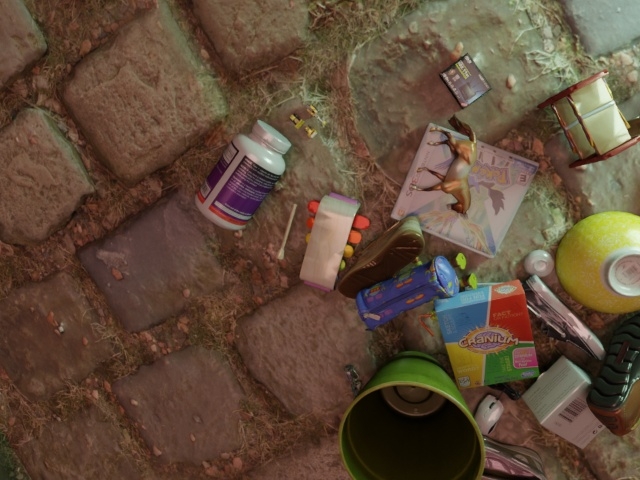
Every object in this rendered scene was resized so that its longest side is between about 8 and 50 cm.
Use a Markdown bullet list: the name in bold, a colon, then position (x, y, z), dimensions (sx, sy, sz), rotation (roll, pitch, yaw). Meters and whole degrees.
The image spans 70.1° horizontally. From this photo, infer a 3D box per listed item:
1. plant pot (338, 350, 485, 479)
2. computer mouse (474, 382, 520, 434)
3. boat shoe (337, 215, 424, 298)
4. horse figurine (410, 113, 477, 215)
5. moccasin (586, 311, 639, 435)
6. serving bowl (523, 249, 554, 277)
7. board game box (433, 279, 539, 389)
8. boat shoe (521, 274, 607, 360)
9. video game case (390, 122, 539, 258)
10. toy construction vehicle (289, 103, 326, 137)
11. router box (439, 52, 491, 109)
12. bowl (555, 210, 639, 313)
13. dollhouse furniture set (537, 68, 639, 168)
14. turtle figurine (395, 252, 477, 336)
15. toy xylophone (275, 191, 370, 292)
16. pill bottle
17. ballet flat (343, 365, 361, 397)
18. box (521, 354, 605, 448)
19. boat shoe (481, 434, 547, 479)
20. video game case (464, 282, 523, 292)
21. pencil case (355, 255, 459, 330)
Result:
- **plant pot**: position (0.263, 0.495, 1.318), dimensions (0.365, 0.353, 0.367), rotation (3, 101, 13)
- **computer mouse**: position (0.526, 0.519, 1.403), dimensions (0.106, 0.042, 0.193), rotation (33, 110, 40)
- **boat shoe**: position (0.183, 0.060, 1.389), dimensions (0.121, 0.110, 0.341), rotation (34, 126, -20)
- **horse figurine**: position (0.368, -0.214, 1.280), dimensions (0.174, 0.066, 0.264), rotation (21, 106, 16)
- **moccasin**: position (0.841, 0.336, 1.196), dimensions (0.147, 0.380, 0.139), rotation (51, 152, -18)
- **serving bowl**: position (0.635, 0.070, 1.321), dimensions (0.083, 0.027, 0.084), rotation (2, 100, 14)
- **board game box**: position (0.481, 0.281, 1.321), dimensions (0.242, 0.064, 0.317), rotation (-15, 117, 15)
- **boat shoe**: position (0.680, 0.237, 1.301), dimensions (0.301, 0.108, 0.102), rotation (44, 113, 0)
- **video game case**: position (0.411, -0.143, 1.333), dimensions (0.328, 0.036, 0.300), rotation (23, 104, 8)
- **toy construction vehicle**: position (-0.040, -0.370, 1.402), dimensions (0.086, 0.035, 0.098), rotation (-42, 89, 17)
- **router box**: position (0.406, -0.445, 1.279), dimensions (0.092, 0.038, 0.123), rotation (-35, 90, 16)
- **bowl**: position (0.802, 0.074, 1.216), dimensions (0.289, 0.156, 0.290), rotation (2, 100, 13)
- **dollhouse furniture set**: position (0.796, -0.361, 1.167), dimensions (0.373, 0.152, 0.202), rotation (-27, 92, -1)
- **turtle figurine**: position (0.353, 0.138, 1.366), dimensions (0.217, 0.087, 0.270), rotation (-27, 81, 36)
- **toy xylophone**: position (0.000, 0.000, 1.434), dimensions (0.236, 0.081, 0.323), rotation (26, 105, 8)
- **pill bottle**: position (-0.232, -0.200, 1.403), dimensions (0.181, 0.181, 0.323), rotation (40, 106, 4)
- **ballet flat**: position (0.113, 0.469, 1.514), dimensions (0.041, 0.041, 0.115), rotation (-20, 96, 16)
- **box**: position (0.717, 0.459, 1.298), dimensions (0.181, 0.119, 0.181), rotation (31, 107, -15)
- **boat shoe**: position (0.527, 0.690, 1.418), dimensions (0.320, 0.103, 0.118), rotation (9, 102, 12)
- **video game case**: position (0.522, 0.186, 1.376), dimensions (0.166, 0.015, 0.119), rotation (-2, 99, 14)
- **pencil case**: position (0.237, 0.155, 1.300), dimensions (0.306, 0.133, 0.120), rotation (-30, 92, 29)
